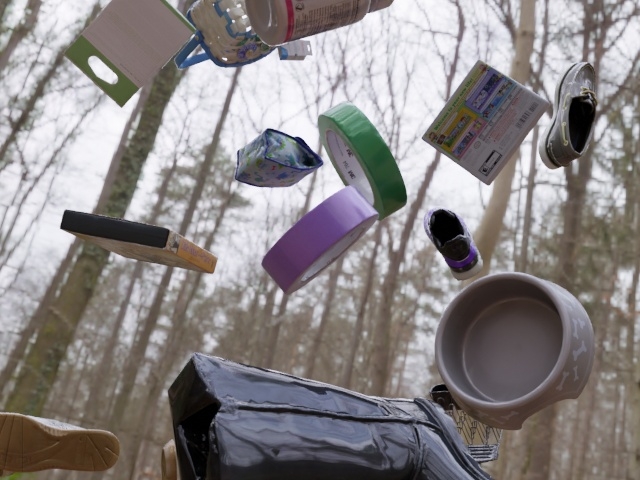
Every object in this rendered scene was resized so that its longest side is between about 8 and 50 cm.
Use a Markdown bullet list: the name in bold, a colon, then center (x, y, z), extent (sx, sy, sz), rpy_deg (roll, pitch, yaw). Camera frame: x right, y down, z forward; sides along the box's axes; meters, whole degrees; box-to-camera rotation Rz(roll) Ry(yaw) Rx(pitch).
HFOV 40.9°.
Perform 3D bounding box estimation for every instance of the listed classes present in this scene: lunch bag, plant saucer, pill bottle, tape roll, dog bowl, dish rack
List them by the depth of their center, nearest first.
- **plant saucer**: center (-0.217, 0.327, 1.225), extent (0.015, 0.083, 0.083), rpy_deg (0, -19, -17)
- **pill bottle**: center (0.002, -0.503, 1.731), extent (0.283, 0.160, 0.160), rpy_deg (-22, -11, -24)
- **dog bowl**: center (0.402, 0.226, 1.845), extent (0.348, 0.349, 0.102), rpy_deg (-5, -26, 34)
- **lunch bag**: center (-0.088, -0.167, 1.848), extent (0.151, 0.096, 0.129), rpy_deg (19, -28, -30)
- **tape roll**: center (0.000, 0.000, 1.909), extent (0.090, 0.275, 0.275), rpy_deg (49, -22, 9)
- **dish rack**: center (0.358, 0.455, 2.128), extent (0.208, 0.271, 0.074), rpy_deg (-9, -68, 24)
- **tape roll**: center (0.106, -0.207, 2.242), extent (0.077, 0.321, 0.321), rpy_deg (-32, -23, -10)

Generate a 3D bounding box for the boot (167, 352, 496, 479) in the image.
- **boot**: center (0.043, 0.321, 1.114), extent (0.445, 0.146, 0.367), rpy_deg (20, 20, -37)

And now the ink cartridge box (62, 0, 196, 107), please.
- **ink cartridge box**: center (-0.406, -0.426, 1.836), extent (0.171, 0.235, 0.056), rpy_deg (43, 4, -14)

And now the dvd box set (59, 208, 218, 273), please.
- **dvd box set**: center (-0.492, 0.010, 2.396), extent (0.307, 0.062, 0.420), rpy_deg (10, -9, 11)

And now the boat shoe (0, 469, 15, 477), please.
- **boat shoe**: center (-0.601, 0.421, 1.607), extent (0.045, 0.050, 0.135), rpy_deg (4, -4, -37)

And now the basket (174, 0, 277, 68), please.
- **basket**: center (-0.227, -0.538, 2.196), extent (0.254, 0.201, 0.289), rpy_deg (-28, 3, -31)

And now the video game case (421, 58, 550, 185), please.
- **video game case**: center (0.348, -0.253, 1.824), extent (0.193, 0.212, 0.023), rpy_deg (40, 9, 29)

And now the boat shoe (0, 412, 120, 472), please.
- **boat shoe**: center (-0.511, 0.373, 1.561), extent (0.277, 0.098, 0.096), rpy_deg (16, -14, -22)

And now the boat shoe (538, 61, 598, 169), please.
- **boat shoe**: center (0.601, -0.301, 2.011), extent (0.109, 0.305, 0.091), rpy_deg (36, -27, -24)

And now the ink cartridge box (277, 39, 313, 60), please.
- **ink cartridge box**: center (-0.065, -0.484, 2.182), extent (0.083, 0.048, 0.028), rpy_deg (-3, -18, -21)

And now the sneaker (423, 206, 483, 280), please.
- **sneaker**: center (0.316, -0.034, 2.155), extent (0.102, 0.293, 0.146), rpy_deg (-31, -59, 5)
